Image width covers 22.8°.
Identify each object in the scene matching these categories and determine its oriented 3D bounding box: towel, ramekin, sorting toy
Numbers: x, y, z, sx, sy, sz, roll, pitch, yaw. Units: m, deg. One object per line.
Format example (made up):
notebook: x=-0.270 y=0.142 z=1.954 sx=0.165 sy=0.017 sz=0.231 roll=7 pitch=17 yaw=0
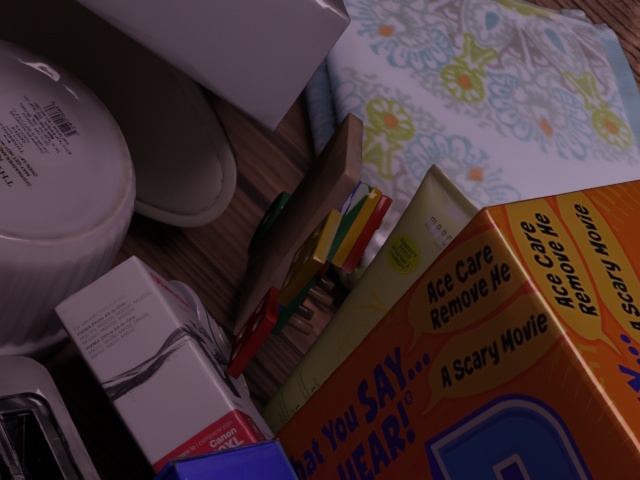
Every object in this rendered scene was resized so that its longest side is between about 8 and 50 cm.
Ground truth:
towel: x=0.138 y=-0.076 z=1.313 sx=0.321 sy=0.090 sz=0.374 roll=12 pitch=47 yaw=-25
ramekin: x=-0.214 y=-0.033 z=0.989 sx=0.207 sy=0.109 sz=0.207 roll=20 pitch=43 yaw=-20
sorting toy: x=0.000 y=0.000 z=1.037 sx=0.046 sy=0.132 sz=0.274 roll=32 pitch=18 yaw=-9

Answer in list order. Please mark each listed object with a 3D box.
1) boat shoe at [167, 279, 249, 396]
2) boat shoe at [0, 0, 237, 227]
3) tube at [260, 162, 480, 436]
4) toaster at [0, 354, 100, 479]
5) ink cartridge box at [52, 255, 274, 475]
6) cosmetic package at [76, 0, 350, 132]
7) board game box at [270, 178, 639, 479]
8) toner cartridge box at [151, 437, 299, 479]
boat shoe: x=-0.077 y=0.071 z=1.060 sx=0.100 sy=0.035 sz=0.035 roll=56 pitch=16 yaw=24
boat shoe: x=-0.166 y=-0.131 z=1.116 sx=0.305 sy=0.109 sz=0.091 roll=43 pitch=14 yaw=5
tube: x=0.038 y=0.060 z=0.991 sx=0.070 sy=0.240 sz=0.062 roll=21 pitch=41 yaw=-21
toaster: x=-0.204 y=0.153 z=0.820 sx=0.168 sy=0.110 sz=0.185 roll=-5 pitch=54 yaw=-40
ink cartridge box: x=-0.086 y=0.093 z=0.965 sx=0.150 sy=0.063 sz=0.109 roll=56 pitch=0 yaw=18
cosmetic package: x=-0.128 y=-0.228 z=1.113 sx=0.284 sy=0.097 sz=0.377 roll=31 pitch=13 yaw=-11
board game box: x=0.199 y=0.205 z=0.888 sx=0.356 sy=0.356 sz=0.356 roll=-11 pitch=60 yaw=-42
toner cartridge box: x=-0.012 y=0.292 z=0.802 sx=0.075 sy=0.165 sz=0.348 roll=-7 pitch=59 yaw=-41
